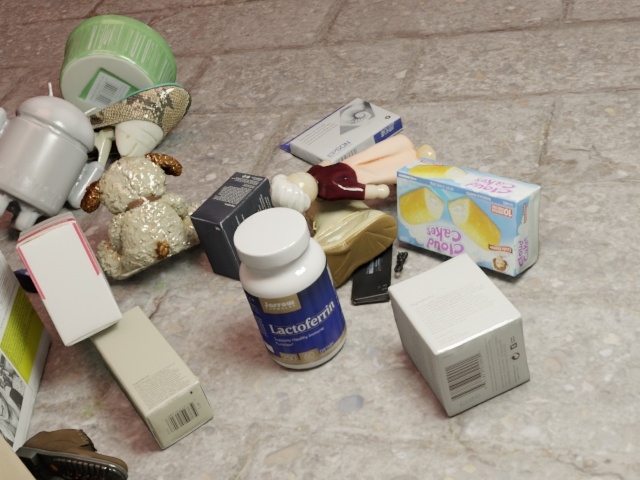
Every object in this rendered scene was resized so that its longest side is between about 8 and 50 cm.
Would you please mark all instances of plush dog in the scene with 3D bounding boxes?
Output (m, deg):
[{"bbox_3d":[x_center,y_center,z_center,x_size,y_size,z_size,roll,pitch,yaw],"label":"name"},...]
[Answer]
[{"bbox_3d":[-0.370,-0.063,1.822,0.262,0.226,0.210,-26,1,-9],"label":"plush dog"}]

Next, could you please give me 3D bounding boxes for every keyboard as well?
[{"bbox_3d":[0.117,0.052,1.704,0.108,0.023,0.180,-13,38,17],"label":"keyboard"}]

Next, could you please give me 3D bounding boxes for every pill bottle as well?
[{"bbox_3d":[-0.053,0.083,1.529,0.153,0.265,0.153,-11,38,9],"label":"pill bottle"}]

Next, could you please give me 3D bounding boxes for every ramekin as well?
[{"bbox_3d":[-0.543,-0.428,2.347,0.303,0.303,0.148,-7,46,13],"label":"ramekin"}]

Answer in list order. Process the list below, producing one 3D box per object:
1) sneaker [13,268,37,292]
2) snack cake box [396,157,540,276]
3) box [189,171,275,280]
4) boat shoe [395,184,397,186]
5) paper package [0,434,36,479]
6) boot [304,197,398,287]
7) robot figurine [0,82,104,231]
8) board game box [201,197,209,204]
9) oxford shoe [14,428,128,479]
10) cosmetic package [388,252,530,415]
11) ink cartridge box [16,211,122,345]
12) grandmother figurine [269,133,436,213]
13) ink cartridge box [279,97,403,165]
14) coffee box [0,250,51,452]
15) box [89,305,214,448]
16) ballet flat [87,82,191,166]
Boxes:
[{"bbox_3d":[-0.601,0.076,1.930,0.144,0.053,0.059,1,41,9],"label":"sneaker"},{"bbox_3d":[0.271,-0.048,1.649,0.264,0.152,0.089,18,33,38],"label":"snack cake box"},{"bbox_3d":[-0.164,-0.030,1.804,0.093,0.156,0.158,14,47,35],"label":"box"},{"bbox_3d":[0.172,-0.149,1.906,0.049,0.056,0.152,-27,38,-4],"label":"boat shoe"},{"bbox_3d":[-0.511,0.450,1.201,0.168,0.325,0.310,2,42,24],"label":"paper package"},{"bbox_3d":[0.000,0.000,1.750,0.262,0.095,0.203,-34,32,-8],"label":"boot"},{"bbox_3d":[-0.670,-0.194,2.111,0.199,0.299,0.354,7,70,60],"label":"robot figurine"},{"bbox_3d":[-0.223,-0.070,1.990,0.090,0.020,0.090,-15,37,4],"label":"board game box"},{"bbox_3d":[-0.406,0.355,1.479,0.227,0.083,0.096,6,39,26],"label":"oxford shoe"},{"bbox_3d":[0.222,0.149,1.432,0.151,0.151,0.184,-23,39,-8],"label":"cosmetic package"},{"bbox_3d":[-0.483,0.062,1.693,0.117,0.207,0.283,-26,13,-13],"label":"ink cartridge box"},{"bbox_3d":[0.050,-0.127,1.749,0.342,0.104,0.207,-19,18,-29],"label":"grandmother figurine"},{"bbox_3d":[0.043,-0.259,2.102,0.223,0.045,0.224,-36,41,-23],"label":"ink cartridge box"},{"bbox_3d":[-0.730,0.207,1.579,0.337,0.335,0.338,-12,38,7],"label":"coffee box"},{"bbox_3d":[-0.305,0.237,1.575,0.113,0.094,0.275,-30,39,-17],"label":"box"},{"bbox_3d":[-0.548,-0.254,2.266,0.482,0.164,0.182,-13,59,15],"label":"ballet flat"}]
